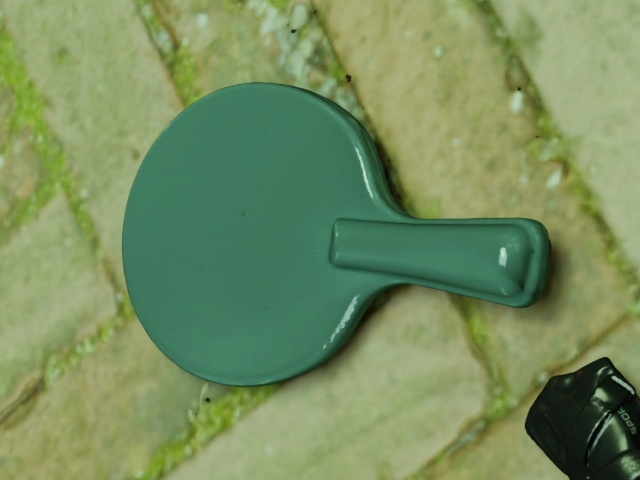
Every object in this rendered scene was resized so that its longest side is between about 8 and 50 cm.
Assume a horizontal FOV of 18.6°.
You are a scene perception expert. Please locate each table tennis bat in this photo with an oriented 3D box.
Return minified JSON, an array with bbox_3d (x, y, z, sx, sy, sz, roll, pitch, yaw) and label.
[{"bbox_3d":[0.000,0.000,0.949,0.244,0.040,0.153,6,85,34],"label":"table tennis bat"}]

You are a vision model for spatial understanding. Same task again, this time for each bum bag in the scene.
[{"bbox_3d":[0.139,0.104,0.853,0.124,0.034,0.058,46,118,28],"label":"bum bag"}]
